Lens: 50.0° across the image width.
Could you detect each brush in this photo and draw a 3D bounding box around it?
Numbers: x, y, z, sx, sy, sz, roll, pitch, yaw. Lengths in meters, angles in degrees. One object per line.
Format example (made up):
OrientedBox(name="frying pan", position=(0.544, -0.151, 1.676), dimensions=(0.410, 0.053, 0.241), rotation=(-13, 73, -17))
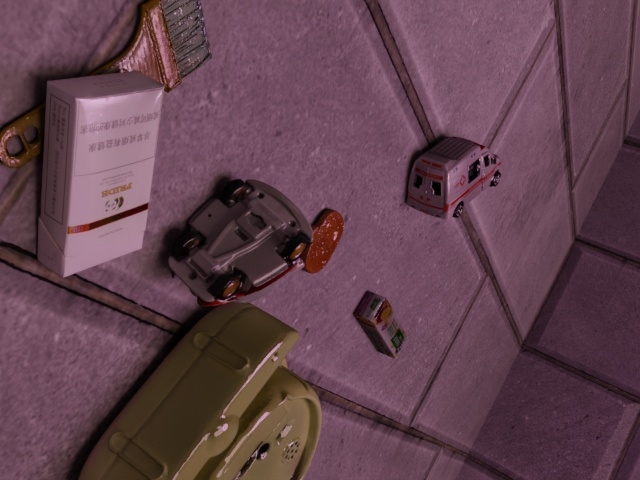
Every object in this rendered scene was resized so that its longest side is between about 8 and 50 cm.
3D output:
OrientedBox(name="brush", position=(-0.165, -0.127, 0.542), dimensions=(0.218, 0.010, 0.082), rotation=(-46, 147, -31))

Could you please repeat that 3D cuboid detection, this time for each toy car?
OrientedBox(name="toy car", position=(-0.085, 0.019, 0.716), dimensions=(0.139, 0.112, 0.112), rotation=(-39, 160, -24))
OrientedBox(name="toy car", position=(0.230, -0.122, 1.147), dimensions=(0.210, 0.089, 0.108), rotation=(-35, 134, -39))

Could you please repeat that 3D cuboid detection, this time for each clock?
OrientedBox(name="clock", position=(-0.110, 0.258, 0.830), dimensions=(0.286, 0.117, 0.348), rotation=(-52, 150, -22))

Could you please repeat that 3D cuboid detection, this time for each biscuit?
OrientedBox(name="biscuit", position=(0.000, 0.000, 0.922), dimensions=(0.091, 0.015, 0.078), rotation=(-61, 150, -9))

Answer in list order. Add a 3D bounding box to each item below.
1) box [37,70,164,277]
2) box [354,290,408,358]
OrientedBox(name="box", position=(-0.174, -0.052, 0.542), dimensions=(0.084, 0.040, 0.154), rotation=(-29, 143, -52))
OrientedBox(name="box", position=(0.110, 0.152, 1.206), dimensions=(0.049, 0.041, 0.207), rotation=(-60, 152, -16))
